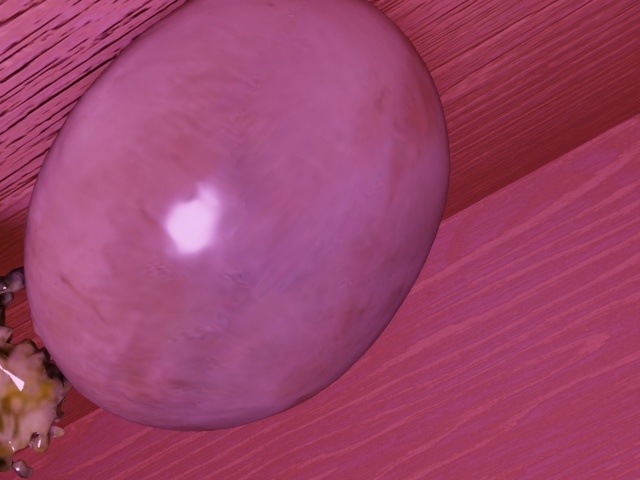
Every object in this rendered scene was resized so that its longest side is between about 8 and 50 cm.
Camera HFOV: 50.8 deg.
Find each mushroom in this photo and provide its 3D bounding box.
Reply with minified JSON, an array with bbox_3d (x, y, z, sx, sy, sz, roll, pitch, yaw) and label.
[{"bbox_3d":[-0.072,-0.032,0.535,0.362,0.295,0.362,-40,151,-27],"label":"mushroom"}]

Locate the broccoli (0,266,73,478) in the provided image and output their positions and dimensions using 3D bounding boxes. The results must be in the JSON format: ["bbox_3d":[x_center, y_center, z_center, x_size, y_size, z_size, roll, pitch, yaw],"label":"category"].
[{"bbox_3d":[-0.375,0.146,0.465,0.348,0.280,0.293,-30,172,29],"label":"broccoli"}]
